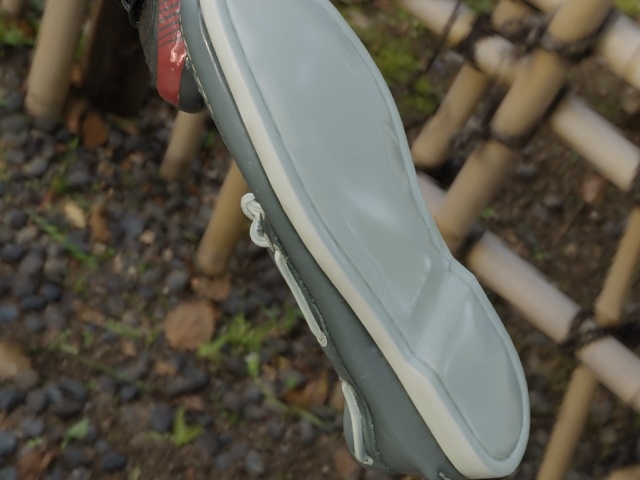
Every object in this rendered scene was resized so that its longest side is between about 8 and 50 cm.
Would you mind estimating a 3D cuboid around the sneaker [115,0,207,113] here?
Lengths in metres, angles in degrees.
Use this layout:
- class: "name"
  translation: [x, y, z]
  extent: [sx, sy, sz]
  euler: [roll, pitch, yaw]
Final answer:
- class: "sneaker"
  translation: [-0.116, -0.201, 1.105]
  extent: [0.135, 0.097, 0.276]
  euler: [3, 57, -12]

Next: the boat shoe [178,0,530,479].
- class: "boat shoe"
  translation: [0.000, 0.000, 0.837]
  extent: [0.319, 0.099, 0.116]
  euler: [59, 39, -23]
